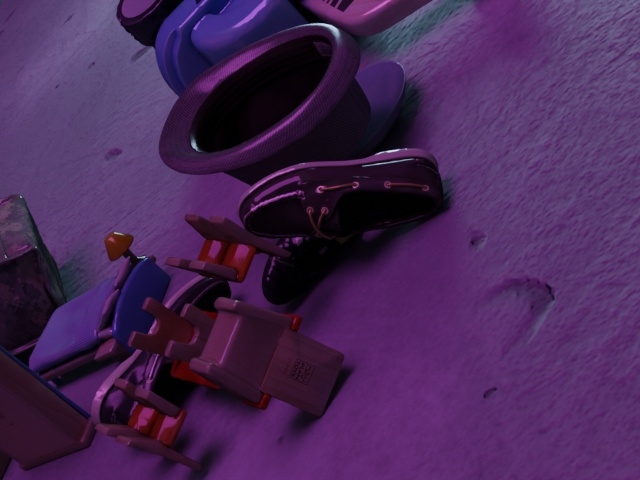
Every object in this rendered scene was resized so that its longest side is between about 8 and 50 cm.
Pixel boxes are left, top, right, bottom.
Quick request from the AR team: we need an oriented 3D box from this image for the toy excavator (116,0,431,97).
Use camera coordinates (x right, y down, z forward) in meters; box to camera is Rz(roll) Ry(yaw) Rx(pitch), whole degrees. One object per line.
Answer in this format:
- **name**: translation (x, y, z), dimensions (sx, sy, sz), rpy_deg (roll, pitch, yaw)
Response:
- **toy excavator**: translation (-0.011, -0.320, 2.071), dimensions (0.433, 0.222, 0.445), rpy_deg (-46, 39, 1)

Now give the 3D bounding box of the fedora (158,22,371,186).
- **fedora**: translation (-0.048, -0.140, 1.821), dimensions (0.275, 0.124, 0.244), rpy_deg (-22, 36, 26)

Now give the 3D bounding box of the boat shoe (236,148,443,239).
- **boat shoe**: translation (0.020, -0.041, 1.640), dimensions (0.228, 0.081, 0.069), rpy_deg (-14, 42, 5)

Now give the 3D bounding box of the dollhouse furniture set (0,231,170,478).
- **dollhouse furniture set**: translation (-0.391, 0.122, 1.971), dimensions (0.286, 0.198, 0.303), rpy_deg (-24, 33, 38)

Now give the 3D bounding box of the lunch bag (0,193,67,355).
- **lunch bag**: translation (-0.527, 0.080, 2.192), dimensions (0.287, 0.169, 0.235), rpy_deg (-25, 25, -5)

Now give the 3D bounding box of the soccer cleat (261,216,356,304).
- **soccer cleat**: translation (0.000, 0.000, 1.710), dimensions (0.179, 0.060, 0.072), rpy_deg (-51, 24, -15)

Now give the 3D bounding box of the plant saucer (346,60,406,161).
- **plant saucer**: translation (0.041, -0.139, 1.873), dimensions (0.195, 0.037, 0.195), rpy_deg (-36, 27, 21)

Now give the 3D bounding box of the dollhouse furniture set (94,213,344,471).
- **dollhouse furniture set**: translation (-0.099, 0.120, 1.611), dimensions (0.259, 0.135, 0.262), rpy_deg (4, 70, 64)

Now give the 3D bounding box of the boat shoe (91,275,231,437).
- **boat shoe**: translation (-0.169, 0.138, 1.769), dimensions (0.079, 0.084, 0.233), rpy_deg (19, 60, 33)
